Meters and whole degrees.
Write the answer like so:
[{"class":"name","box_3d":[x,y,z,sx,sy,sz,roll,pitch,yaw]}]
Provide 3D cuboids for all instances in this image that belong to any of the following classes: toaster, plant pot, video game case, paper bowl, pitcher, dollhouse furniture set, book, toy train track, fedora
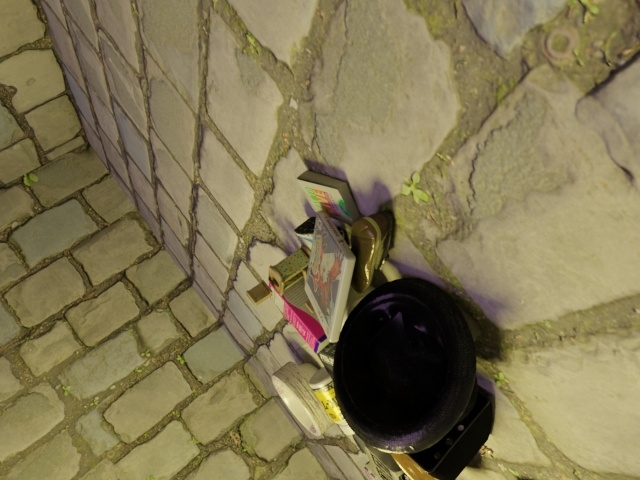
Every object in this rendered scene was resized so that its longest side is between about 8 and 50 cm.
[{"class":"toaster","box_3d":[0.229,0.664,1.706,0.186,0.110,0.168,31,148,47]},{"class":"plant pot","box_3d":[0.244,0.387,1.174,0.187,0.188,0.167,30,159,48]},{"class":"plant pot","box_3d":[0.238,0.547,1.371,0.236,0.032,0.236,43,157,23]},{"class":"video game case","box_3d":[0.014,0.070,1.136,0.183,0.023,0.201,-120,35,-54]},{"class":"paper bowl","box_3d":[-0.043,0.571,2.098,0.284,0.148,0.284,45,156,26]},{"class":"pitcher","box_3d":[0.061,0.123,1.260,0.207,0.126,0.177,-164,57,-75]},{"class":"dollhouse furniture set","box_3d":[-0.069,0.131,1.439,0.161,0.182,0.101,49,158,17]},{"class":"book","box_3d":[0.019,-0.085,1.143,0.144,0.035,0.096,23,147,52]},{"class":"toy train track","box_3d":[0.359,0.473,1.270,0.048,0.014,0.083,55,160,2]},{"class":"fedora","box_3d":[0.175,0.237,1.048,0.153,0.334,0.334,30,176,-35]}]

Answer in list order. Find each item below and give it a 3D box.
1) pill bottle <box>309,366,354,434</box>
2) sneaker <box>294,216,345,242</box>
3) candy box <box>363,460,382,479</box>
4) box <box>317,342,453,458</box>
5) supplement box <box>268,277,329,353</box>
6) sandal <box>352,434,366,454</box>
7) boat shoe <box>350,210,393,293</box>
[{"class":"pill bottle","box_3d":[0.064,0.511,1.817,0.208,0.119,0.119,57,159,-8]},{"class":"sneaker","box_3d":[0.000,0.000,1.264,0.162,0.063,0.073,27,149,51]},{"class":"candy box","box_3d":[0.262,0.906,2.056,0.196,0.070,0.164,23,142,56]},{"class":"box","box_3d":[0.172,0.413,1.468,0.318,0.097,0.395,62,157,-15]},{"class":"supplement box","box_3d":[-0.034,0.180,1.540,0.220,0.111,0.114,49,159,17]},{"class":"sandal","box_3d":[0.155,0.717,2.045,0.097,0.055,0.254,56,170,17]},{"class":"boat shoe","box_3d":[0.096,0.025,1.074,0.080,0.073,0.223,52,157,26]}]
